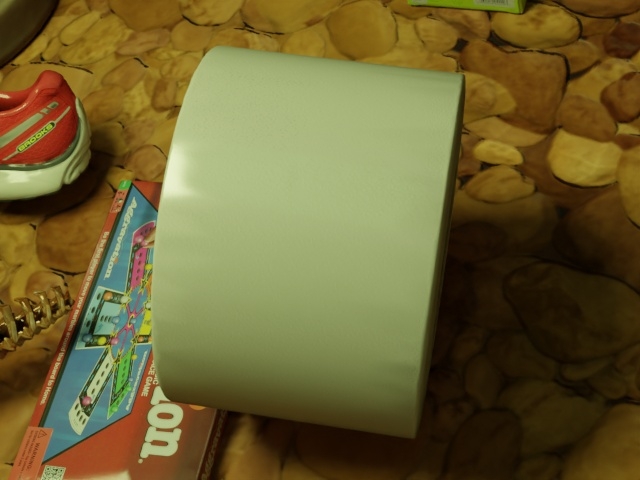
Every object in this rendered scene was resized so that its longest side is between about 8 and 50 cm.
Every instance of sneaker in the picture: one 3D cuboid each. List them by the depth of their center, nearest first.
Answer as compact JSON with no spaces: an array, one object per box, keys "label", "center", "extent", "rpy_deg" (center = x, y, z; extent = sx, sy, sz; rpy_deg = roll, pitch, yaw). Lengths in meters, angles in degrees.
[{"label":"sneaker","center":[-0.336,-0.096,1.081],"extent":[0.279,0.118,0.107],"rpy_deg":[-7,24,2]}]

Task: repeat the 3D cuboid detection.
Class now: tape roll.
[{"label":"tape roll","center":[0.000,0.000,0.846],"extent":[0.169,0.246,0.246],"rpy_deg":[8,56,7]}]

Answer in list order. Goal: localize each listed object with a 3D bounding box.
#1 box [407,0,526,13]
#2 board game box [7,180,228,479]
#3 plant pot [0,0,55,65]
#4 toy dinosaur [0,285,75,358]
[{"label":"box","center":[0.152,-0.288,1.162],"extent":[0.109,0.042,0.178],"rpy_deg":[8,58,19]},{"label":"board game box","center":[-0.127,0.073,0.977],"extent":[0.145,0.027,0.281],"rpy_deg":[4,56,15]},{"label":"plant pot","center":[-0.410,-0.298,1.194],"extent":[0.263,0.229,0.263],"rpy_deg":[-8,53,10]},{"label":"toy dinosaur","center":[-0.353,0.070,0.991],"extent":[0.322,0.164,0.218],"rpy_deg":[-1,67,-9]}]
